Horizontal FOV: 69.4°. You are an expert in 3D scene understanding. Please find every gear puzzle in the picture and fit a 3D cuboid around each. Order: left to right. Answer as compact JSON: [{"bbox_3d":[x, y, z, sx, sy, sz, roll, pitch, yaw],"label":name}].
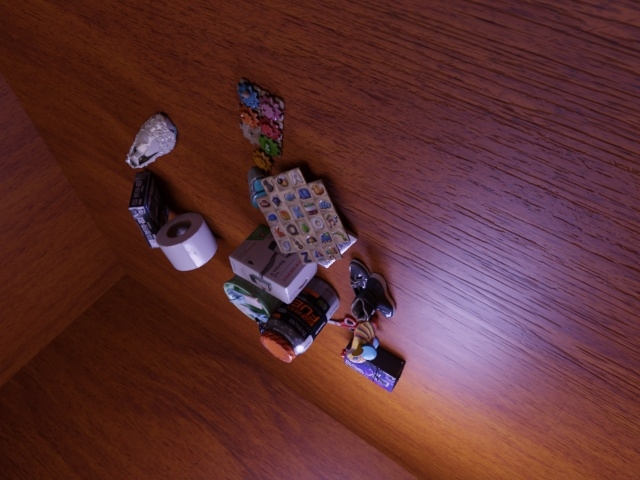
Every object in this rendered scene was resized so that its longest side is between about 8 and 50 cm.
[{"bbox_3d":[-0.199,-0.340,1.464,0.176,0.044,0.338,32,150,14],"label":"gear puzzle"}]

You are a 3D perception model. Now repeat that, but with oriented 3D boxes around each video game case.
[{"bbox_3d":[0.000,0.000,1.611,0.184,0.023,0.201,30,134,-15],"label":"video game case"}]

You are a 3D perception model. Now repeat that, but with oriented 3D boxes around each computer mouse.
[{"bbox_3d":[-0.293,0.434,2.289,0.071,0.041,0.242,45,167,26],"label":"computer mouse"}]

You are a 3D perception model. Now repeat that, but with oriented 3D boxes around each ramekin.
[{"bbox_3d":[-0.325,0.268,2.331,0.304,0.148,0.303,29,149,19],"label":"ramekin"}]

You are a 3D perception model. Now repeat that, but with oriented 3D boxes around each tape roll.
[{"bbox_3d":[-0.646,0.002,2.243,0.246,0.246,0.169,15,141,37],"label":"tape roll"}]

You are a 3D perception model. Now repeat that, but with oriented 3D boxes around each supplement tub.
[{"bbox_3d":[-0.088,0.329,1.949,0.207,0.338,0.207,28,149,19],"label":"supplement tub"}]

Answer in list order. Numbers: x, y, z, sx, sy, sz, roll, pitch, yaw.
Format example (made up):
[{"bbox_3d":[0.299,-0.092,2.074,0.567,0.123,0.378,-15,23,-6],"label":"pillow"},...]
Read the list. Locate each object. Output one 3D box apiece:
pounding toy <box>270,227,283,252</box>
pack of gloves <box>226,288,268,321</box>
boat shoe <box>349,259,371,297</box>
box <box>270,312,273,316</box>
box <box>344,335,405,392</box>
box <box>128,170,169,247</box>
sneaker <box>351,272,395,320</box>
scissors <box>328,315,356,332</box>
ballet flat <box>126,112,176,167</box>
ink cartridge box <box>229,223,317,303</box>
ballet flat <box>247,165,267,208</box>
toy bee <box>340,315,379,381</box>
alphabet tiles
[{"bbox_3d":[-0.065,-0.056,1.658,0.206,0.094,0.181,-4,133,18],"label":"pounding toy"},{"bbox_3d":[-0.366,0.328,2.260,0.232,0.046,0.195,14,141,39],"label":"pack of gloves"},{"bbox_3d":[0.146,0.158,1.724,0.075,0.065,0.206,16,143,36],"label":"boat shoe"},{"bbox_3d":[-0.130,0.401,2.244,0.231,0.056,0.183,-3,150,-10],"label":"box"},{"bbox_3d":[0.245,0.563,2.130,0.261,0.103,0.184,28,146,20],"label":"box"},{"bbox_3d":[-0.836,-0.149,2.271,0.077,0.242,0.307,-6,141,-1],"label":"box"},{"bbox_3d":[0.194,0.250,1.700,0.086,0.163,0.226,10,140,39],"label":"sneaker"},{"bbox_3d":[0.092,0.395,2.153,0.109,0.021,0.297,48,148,-17],"label":"scissors"},{"bbox_3d":[-0.709,-0.384,1.905,0.147,0.147,0.409,49,149,-15],"label":"ballet flat"},{"bbox_3d":[-0.185,0.091,1.869,0.289,0.211,0.121,26,146,21],"label":"ink cartridge box"},{"bbox_3d":[-0.229,-0.197,1.687,0.068,0.072,0.213,62,162,21],"label":"ballet flat"},{"bbox_3d":[0.162,0.455,1.941,0.162,0.298,0.195,2,-178,13],"label":"toy bee"},{"bbox_3d":[-0.063,-0.072,1.542,0.285,0.011,0.342,-11,114,36],"label":"alphabet tiles"}]
